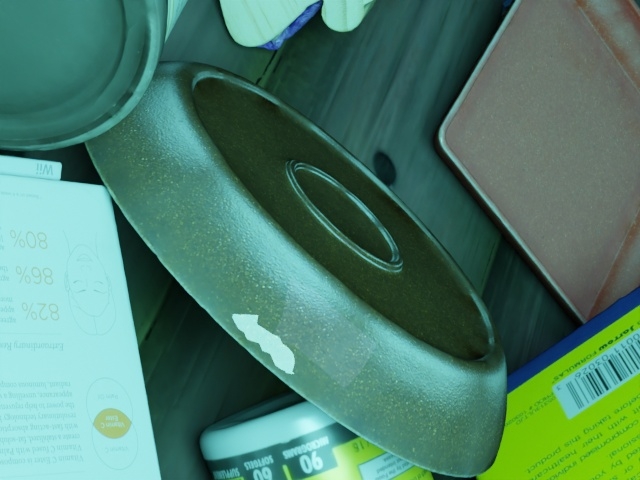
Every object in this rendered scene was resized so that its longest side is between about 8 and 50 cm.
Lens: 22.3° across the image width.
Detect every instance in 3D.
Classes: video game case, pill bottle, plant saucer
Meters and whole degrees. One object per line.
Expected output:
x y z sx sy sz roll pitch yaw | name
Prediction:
-0.197 -0.041 0.769 0.122 0.087 0.011 4 93 -51 | video game case
0.020 0.186 0.912 0.119 0.119 0.209 -21 90 -54 | pill bottle
0.000 0.000 0.906 0.310 0.050 0.311 39 17 -14 | plant saucer
0.202 -0.080 1.295 0.258 0.047 0.259 48 55 -27 | plant saucer

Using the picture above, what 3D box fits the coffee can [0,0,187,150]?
-0.133 -0.210 0.831 0.201 0.201 0.275 49 41 -27 | coffee can

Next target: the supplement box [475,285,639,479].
0.244 0.207 1.005 0.194 0.195 0.356 51 9 -24 | supplement box

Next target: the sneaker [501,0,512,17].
0.199 -0.153 1.363 0.135 0.052 0.058 38 57 -28 | sneaker

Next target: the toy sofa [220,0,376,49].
-0.040 -0.317 1.076 0.363 0.177 0.150 62 12 -10 | toy sofa

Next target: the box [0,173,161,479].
-0.160 0.062 0.761 0.130 0.091 0.171 6 69 -52 | box
